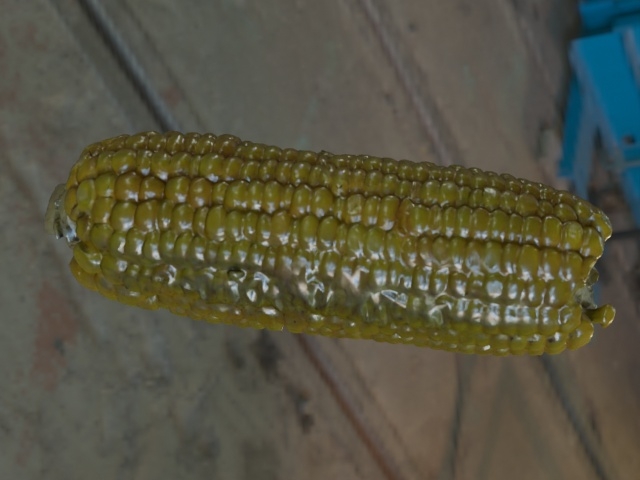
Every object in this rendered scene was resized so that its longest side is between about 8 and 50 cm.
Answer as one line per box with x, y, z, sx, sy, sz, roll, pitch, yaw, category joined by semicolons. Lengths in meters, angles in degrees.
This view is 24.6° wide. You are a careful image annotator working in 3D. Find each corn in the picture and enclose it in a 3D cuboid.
0.000;0.000;0.516;0.068;0.207;0.068;7;90;-77;corn
